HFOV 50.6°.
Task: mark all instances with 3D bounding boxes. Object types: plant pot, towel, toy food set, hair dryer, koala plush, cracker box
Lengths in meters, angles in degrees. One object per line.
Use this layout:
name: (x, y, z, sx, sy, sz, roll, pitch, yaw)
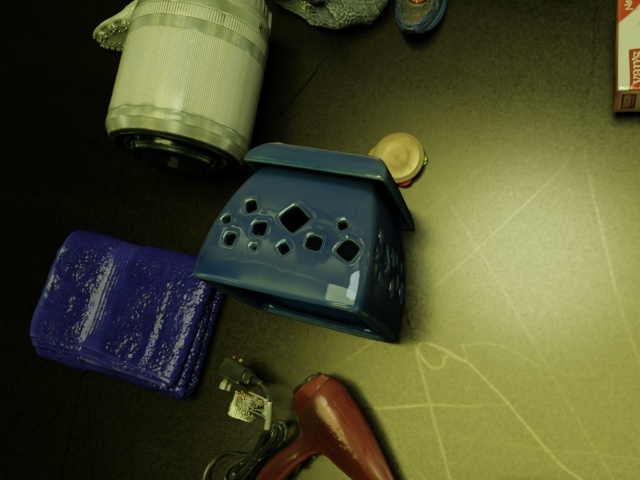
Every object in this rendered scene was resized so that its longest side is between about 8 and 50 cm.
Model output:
plant pot: (0.000, 0.000, 0.930, 0.236, 0.236, 0.212, 11, 75, 21)
towel: (-0.318, 0.112, 1.092, 0.309, 0.076, 0.227, 12, 82, 21)
toy food set: (0.117, -0.123, 1.027, 0.083, 0.020, 0.082, -41, 69, 6)
hair dryer: (-0.025, 0.295, 0.966, 0.294, 0.080, 0.223, 9, 97, 26)
koala plush: (0.003, -0.446, 1.032, 0.196, 0.221, 0.203, -46, 68, 4)
cracker box: (0.513, -0.254, 0.890, 0.233, 0.067, 0.155, 1, 72, 20)

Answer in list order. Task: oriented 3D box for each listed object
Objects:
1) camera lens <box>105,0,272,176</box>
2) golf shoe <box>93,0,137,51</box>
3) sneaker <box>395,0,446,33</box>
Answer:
camera lens: (-0.202, -0.250, 1.058, 0.220, 0.219, 0.274, 6, 80, 20)
golf shoe: (-0.329, -0.405, 1.233, 0.176, 0.069, 0.086, -17, 53, 12)
sneaker: (0.161, -0.424, 1.046, 0.083, 0.087, 0.221, 12, 81, 22)
